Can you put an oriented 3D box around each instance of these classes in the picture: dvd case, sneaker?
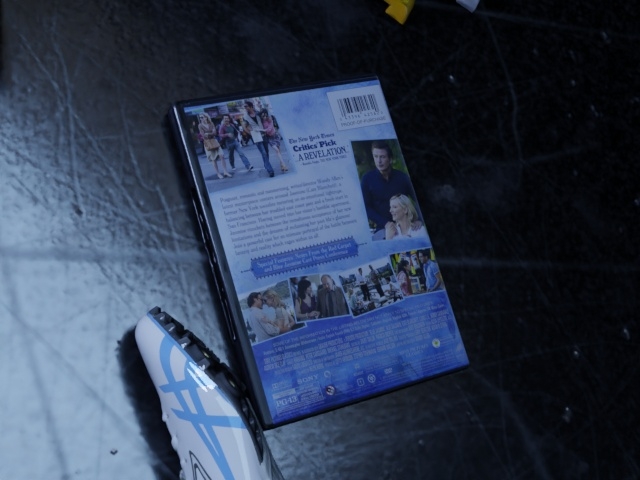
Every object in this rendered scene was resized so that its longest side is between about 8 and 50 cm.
[{"bbox_3d":[0.000,0.000,0.748,0.180,0.022,0.253,-13,81,-25],"label":"dvd case"},{"bbox_3d":[-0.066,0.153,0.645,0.086,0.085,0.237,-31,81,-2],"label":"sneaker"}]

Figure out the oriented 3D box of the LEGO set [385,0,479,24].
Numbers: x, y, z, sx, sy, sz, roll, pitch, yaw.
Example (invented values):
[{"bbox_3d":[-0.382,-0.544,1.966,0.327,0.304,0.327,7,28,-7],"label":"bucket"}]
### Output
[{"bbox_3d":[0.052,-0.258,0.805,0.227,0.093,0.087,32,65,-12],"label":"LEGO set"}]
